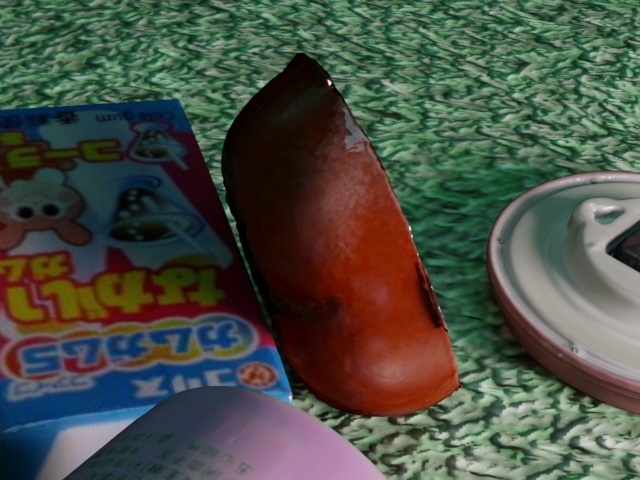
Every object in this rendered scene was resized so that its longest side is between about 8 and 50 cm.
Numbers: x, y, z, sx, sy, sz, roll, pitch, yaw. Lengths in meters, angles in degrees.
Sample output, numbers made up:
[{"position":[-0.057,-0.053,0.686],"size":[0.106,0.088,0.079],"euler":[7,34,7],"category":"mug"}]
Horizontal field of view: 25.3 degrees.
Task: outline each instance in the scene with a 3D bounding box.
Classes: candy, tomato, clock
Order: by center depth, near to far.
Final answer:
[{"position":[-0.002,0.002,0.819],"size":[0.085,0.225,0.225],"euler":[-23,40,-3],"category":"tomato"},{"position":[-0.129,0.035,0.841],"size":[0.157,0.100,0.306],"euler":[-5,38,-15],"category":"candy"},{"position":[0.229,0.027,0.942],"size":[0.244,0.056,0.244],"euler":[4,35,-3],"category":"clock"}]

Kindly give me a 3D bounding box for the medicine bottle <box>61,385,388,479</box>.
[{"position":[-0.094,0.201,0.551],"size":[0.178,0.178,0.290],"euler":[26,41,25],"category":"medicine bottle"}]
